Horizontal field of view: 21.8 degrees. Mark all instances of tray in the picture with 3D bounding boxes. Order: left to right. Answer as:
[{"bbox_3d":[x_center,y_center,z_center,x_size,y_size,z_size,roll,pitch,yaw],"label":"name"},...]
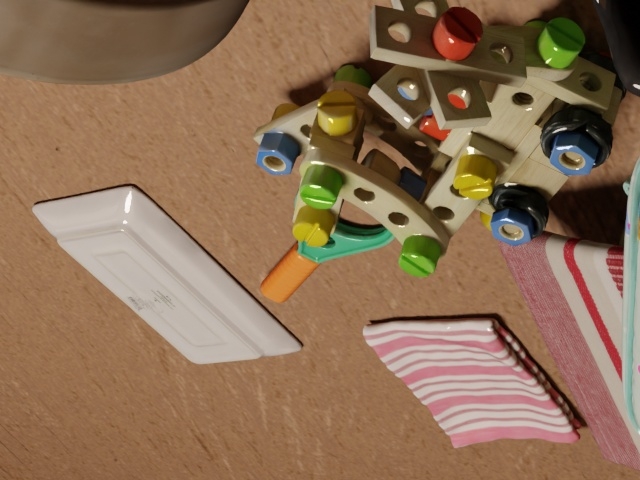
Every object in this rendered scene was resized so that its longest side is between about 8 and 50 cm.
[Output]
[{"bbox_3d":[-0.150,0.047,1.604,0.145,0.030,0.270,-8,139,40],"label":"tray"}]

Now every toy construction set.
[{"bbox_3d":[0.083,-0.085,1.170,0.215,0.151,0.328,25,159,-6],"label":"toy construction set"}]

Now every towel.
[{"bbox_3d":[0.145,0.137,1.574,0.144,0.029,0.197,-7,139,36],"label":"towel"},{"bbox_3d":[0.284,0.100,1.219,0.329,0.037,0.237,13,137,56],"label":"towel"}]

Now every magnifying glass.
[{"bbox_3d":[0.000,0.000,1.450,0.092,0.026,0.231,27,149,-10],"label":"magnifying glass"}]

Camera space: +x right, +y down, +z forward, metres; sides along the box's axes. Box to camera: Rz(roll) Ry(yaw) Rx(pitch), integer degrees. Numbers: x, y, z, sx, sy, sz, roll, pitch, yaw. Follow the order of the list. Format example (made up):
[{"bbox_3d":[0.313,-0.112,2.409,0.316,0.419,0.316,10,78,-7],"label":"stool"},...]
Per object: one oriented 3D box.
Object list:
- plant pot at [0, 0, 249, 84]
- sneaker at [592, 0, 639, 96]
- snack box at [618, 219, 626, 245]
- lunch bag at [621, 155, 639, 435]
[{"bbox_3d":[-0.121,-0.288,0.845,0.323,0.323,0.280,27,132,-11],"label":"plant pot"},{"bbox_3d":[0.189,-0.246,0.788,0.185,0.202,0.483,5,146,22],"label":"sneaker"},{"bbox_3d":[0.315,0.075,1.262,0.207,0.070,0.174,43,156,22],"label":"snack box"},{"bbox_3d":[0.282,0.042,0.975,0.224,0.108,0.279,29,141,33],"label":"lunch bag"}]
